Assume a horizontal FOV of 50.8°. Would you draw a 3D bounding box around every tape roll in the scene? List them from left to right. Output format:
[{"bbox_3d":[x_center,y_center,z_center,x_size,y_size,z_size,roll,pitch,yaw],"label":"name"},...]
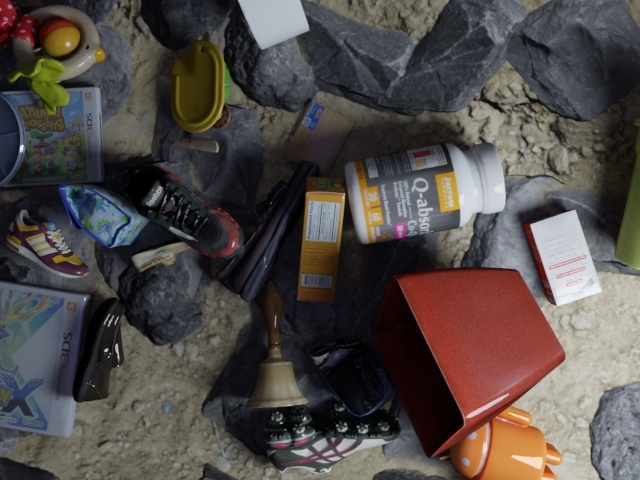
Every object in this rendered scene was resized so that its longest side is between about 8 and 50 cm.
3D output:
[{"bbox_3d":[-0.115,-0.494,1.203,0.100,0.286,0.286,-22,91,4],"label":"tape roll"}]

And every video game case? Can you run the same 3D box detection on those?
[{"bbox_3d":[-0.654,0.233,1.386,0.328,0.036,0.300,9,93,3],"label":"video game case"},{"bbox_3d":[-0.548,-0.209,1.368,0.212,0.023,0.194,-2,92,4],"label":"video game case"}]

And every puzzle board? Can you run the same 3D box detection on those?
[{"bbox_3d":[-0.003,-0.201,1.343,0.096,0.011,0.128,28,93,3],"label":"puzzle board"}]

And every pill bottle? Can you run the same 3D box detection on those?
[{"bbox_3d":[0.191,-0.093,1.262,0.278,0.162,0.162,-11,92,4],"label":"pill bottle"}]

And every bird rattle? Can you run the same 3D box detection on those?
[{"bbox_3d":[-0.543,-0.384,1.330,0.206,0.143,0.254,-28,67,-15],"label":"bird rattle"}]

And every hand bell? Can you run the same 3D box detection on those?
[{"bbox_3d":[-0.090,0.201,1.332,0.126,0.126,0.242,-4,81,3],"label":"hand bell"}]

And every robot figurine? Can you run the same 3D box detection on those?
[{"bbox_3d":[0.343,0.407,1.290,0.219,0.128,0.158,15,131,3],"label":"robot figurine"}]

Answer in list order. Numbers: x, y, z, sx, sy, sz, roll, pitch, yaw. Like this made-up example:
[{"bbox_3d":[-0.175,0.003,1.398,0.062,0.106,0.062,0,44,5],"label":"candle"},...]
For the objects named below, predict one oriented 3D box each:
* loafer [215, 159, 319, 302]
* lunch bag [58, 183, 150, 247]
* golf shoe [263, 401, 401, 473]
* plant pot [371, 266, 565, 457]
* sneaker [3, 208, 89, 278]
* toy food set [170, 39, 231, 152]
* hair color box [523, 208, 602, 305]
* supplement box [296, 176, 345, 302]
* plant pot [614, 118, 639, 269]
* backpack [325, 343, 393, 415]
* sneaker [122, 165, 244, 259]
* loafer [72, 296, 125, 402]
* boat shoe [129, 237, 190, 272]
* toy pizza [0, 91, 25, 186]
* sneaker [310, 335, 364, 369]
[{"bbox_3d":[-0.107,-0.029,1.312,0.095,0.109,0.303,28,97,6],"label":"loafer"},{"bbox_3d":[-0.427,-0.058,1.315,0.151,0.129,0.096,40,93,0],"label":"lunch bag"},{"bbox_3d":[0.025,0.394,1.337,0.272,0.105,0.120,-5,114,4],"label":"golf shoe"},{"bbox_3d":[0.266,0.196,1.203,0.235,0.267,0.267,-16,64,-14],"label":"plant pot"},{"bbox_3d":[-0.542,0.008,1.354,0.185,0.069,0.084,27,99,1],"label":"sneaker"},{"bbox_3d":[-0.227,-0.278,1.331,0.128,0.071,0.218,3,91,27],"label":"toy food set"},{"bbox_3d":[0.468,0.033,1.305,0.093,0.053,0.167,-18,90,3],"label":"hair color box"},{"bbox_3d":[0.000,0.000,1.272,0.080,0.078,0.234,6,117,-3],"label":"supplement box"},{"bbox_3d":[0.660,-0.058,1.205,0.275,0.276,0.254,16,105,3],"label":"plant pot"},{"bbox_3d":[0.083,0.276,1.309,0.105,0.084,0.114,-43,66,15],"label":"backpack"},{"bbox_3d":[-0.268,-0.055,1.277,0.276,0.135,0.098,36,93,15],"label":"sneaker"},{"bbox_3d":[-0.434,0.222,1.363,0.078,0.080,0.220,18,92,-31],"label":"loafer"},{"bbox_3d":[-0.312,0.028,1.356,0.135,0.050,0.045,-16,103,7],"label":"boat shoe"},{"bbox_3d":[-0.666,-0.202,1.351,0.201,0.032,0.202,1,94,20],"label":"toy pizza"},{"bbox_3d":[0.036,0.225,1.350,0.109,0.040,0.044,-15,121,-1],"label":"sneaker"}]
